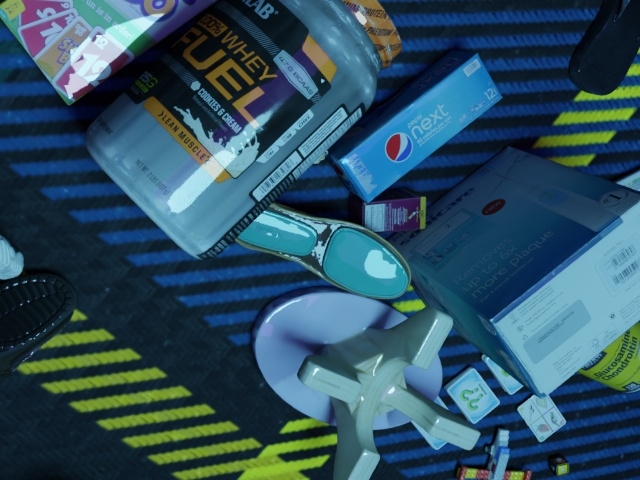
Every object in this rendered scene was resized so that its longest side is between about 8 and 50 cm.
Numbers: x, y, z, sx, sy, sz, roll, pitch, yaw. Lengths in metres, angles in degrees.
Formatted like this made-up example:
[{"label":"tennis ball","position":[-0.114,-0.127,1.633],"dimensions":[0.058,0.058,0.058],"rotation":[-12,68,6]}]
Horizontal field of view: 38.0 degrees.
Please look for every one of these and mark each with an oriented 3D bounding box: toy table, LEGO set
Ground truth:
[{"label":"toy table","position":[0.058,0.175,1.148],"dimensions":[0.274,0.161,0.252],"rotation":[13,101,-23]},{"label":"LEGO set","position":[0.260,0.279,1.306],"dimensions":[0.182,0.060,0.244],"rotation":[-37,114,-1]}]

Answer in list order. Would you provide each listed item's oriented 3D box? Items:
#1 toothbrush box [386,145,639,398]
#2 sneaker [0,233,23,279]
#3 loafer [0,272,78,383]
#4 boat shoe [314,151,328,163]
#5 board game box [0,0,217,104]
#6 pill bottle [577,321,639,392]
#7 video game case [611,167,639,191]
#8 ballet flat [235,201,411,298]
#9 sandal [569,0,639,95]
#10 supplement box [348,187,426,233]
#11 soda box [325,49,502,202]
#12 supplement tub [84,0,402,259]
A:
[{"label":"toothbrush box","position":[0.238,0.022,1.090],"dimensions":[0.216,0.295,0.126],"rotation":[-37,113,-5]},{"label":"sneaker","position":[-0.391,-0.057,0.963],"dimensions":[0.235,0.094,0.153],"rotation":[34,48,-52]},{"label":"loafer","position":[-0.368,0.117,1.039],"dimensions":[0.220,0.078,0.080],"rotation":[-35,72,-15]},{"label":"boat shoe","position":[-0.018,-0.106,1.097],"dimensions":[0.137,0.049,0.043],"rotation":[-32,102,-1]},{"label":"board game box","position":[-0.203,-0.270,0.996],"dimensions":[0.259,0.039,0.124],"rotation":[-38,115,-8]},{"label":"pill bottle","position":[0.371,0.134,1.274],"dimensions":[0.184,0.103,0.103],"rotation":[24,97,-24]},{"label":"video game case","position":[0.513,-0.021,1.287],"dimensions":[0.227,0.026,0.206],"rotation":[-26,95,-11]},{"label":"ballet flat","position":[0.000,0.000,1.106],"dimensions":[0.232,0.073,0.080],"rotation":[24,101,-11]},{"label":"sandal","position":[0.406,-0.303,1.183],"dimensions":[0.097,0.054,0.254],"rotation":[16,100,-23]},{"label":"supplement box","position":[0.082,-0.036,1.150],"dimensions":[0.083,0.055,0.043],"rotation":[-6,108,-17]},{"label":"soda box","position":[0.109,-0.140,1.119],"dimensions":[0.210,0.071,0.067],"rotation":[-37,113,-5]},{"label":"supplement tub","position":[-0.076,-0.148,0.987],"dimensions":[0.316,0.193,0.193],"rotation":[-45,114,-3]}]
